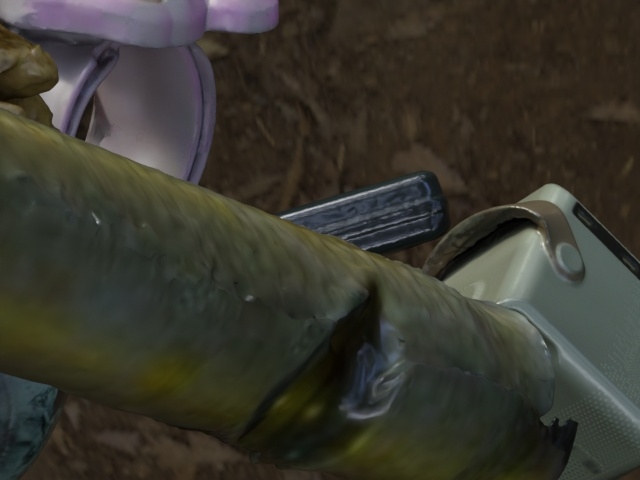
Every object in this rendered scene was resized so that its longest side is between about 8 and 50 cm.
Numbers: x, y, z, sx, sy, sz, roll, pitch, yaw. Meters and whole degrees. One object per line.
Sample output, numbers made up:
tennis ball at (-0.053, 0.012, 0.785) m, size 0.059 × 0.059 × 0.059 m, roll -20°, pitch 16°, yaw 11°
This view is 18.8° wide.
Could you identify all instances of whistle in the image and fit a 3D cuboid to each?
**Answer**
whistle at (-0.041, 0.012, 0.450) m, size 0.057 × 0.326 × 0.068 m, roll -53°, pitch 51°, yaw 11°

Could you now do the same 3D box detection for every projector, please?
projector at (0.199, 0.083, 1.697) m, size 0.242 × 0.163 × 0.177 m, roll 44°, pitch 42°, yaw -13°

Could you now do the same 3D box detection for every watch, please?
watch at (-0.168, -0.108, 1.442) m, size 0.211 × 0.248 × 0.217 m, roll 17°, pitch 109°, yaw 26°

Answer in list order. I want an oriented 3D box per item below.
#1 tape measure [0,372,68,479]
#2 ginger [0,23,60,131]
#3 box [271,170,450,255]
tape measure at (-0.286, 0.048, 1.195) m, size 0.275 × 0.256 × 0.147 m, roll 17°, pitch 35°, yaw -8°
ginger at (-0.253, -0.042, 0.909) m, size 0.236 × 0.375 × 0.166 m, roll 7°, pitch 89°, yaw -31°
box at (0.000, 0.000, 1.386) m, size 0.160 × 0.230 × 0.050 m, roll -17°, pitch 88°, yaw -6°
